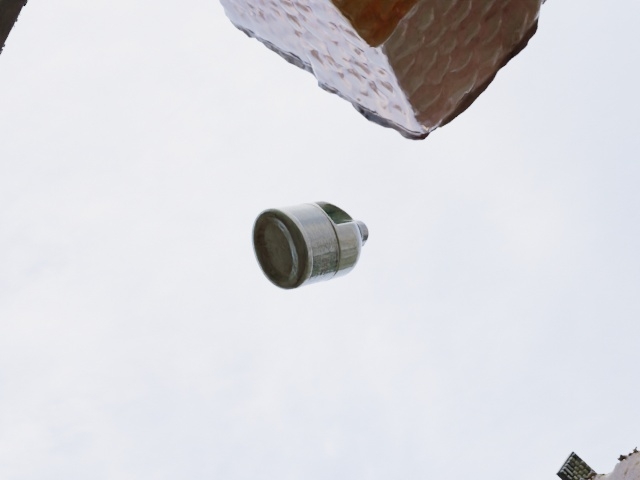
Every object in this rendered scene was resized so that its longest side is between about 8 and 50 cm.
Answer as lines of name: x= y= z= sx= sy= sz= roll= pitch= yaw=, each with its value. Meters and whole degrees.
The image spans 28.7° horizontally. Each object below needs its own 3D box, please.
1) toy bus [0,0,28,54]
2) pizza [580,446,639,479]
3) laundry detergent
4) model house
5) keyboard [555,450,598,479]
toy bus: x=-0.273 y=-0.258 z=0.988 sx=0.138 sy=0.112 sz=0.317 roll=26 pitch=-85 yaw=-51
pizza: x=0.384 y=0.313 z=1.463 sx=0.069 sy=0.226 sz=0.147 roll=40 pitch=-154 yaw=-22
laundry detergent: x=0.000 y=0.000 z=1.531 sx=0.099 sy=0.070 sz=0.225 roll=63 pitch=-154 yaw=7
model house: x=0.024 y=-0.243 z=0.880 sx=0.202 sy=0.237 sz=0.237 roll=-47 pitch=-32 yaw=-7
keyboard: x=0.389 y=0.355 z=1.662 sx=0.176 sy=0.014 sz=0.055 roll=43 pitch=-139 yaw=9
